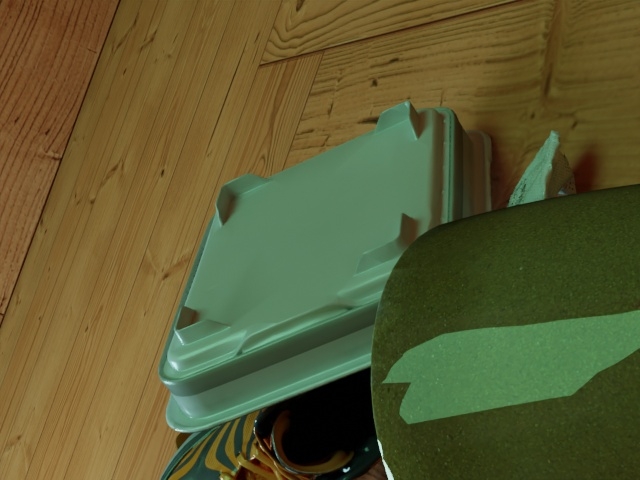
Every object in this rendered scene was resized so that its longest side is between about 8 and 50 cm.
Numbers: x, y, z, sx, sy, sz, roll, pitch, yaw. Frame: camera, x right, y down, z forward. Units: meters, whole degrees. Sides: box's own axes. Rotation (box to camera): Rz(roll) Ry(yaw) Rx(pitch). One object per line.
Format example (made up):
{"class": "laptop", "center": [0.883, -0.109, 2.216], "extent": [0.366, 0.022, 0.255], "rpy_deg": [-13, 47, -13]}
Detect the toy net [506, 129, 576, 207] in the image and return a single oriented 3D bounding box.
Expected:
{"class": "toy net", "center": [0.144, 0.029, 1.008], "extent": [0.122, 0.045, 0.232], "rpy_deg": [-131, 66, -85]}

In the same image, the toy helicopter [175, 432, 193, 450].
{"class": "toy helicopter", "center": [-0.074, 0.177, 1.322], "extent": [0.355, 0.140, 0.235], "rpy_deg": [-116, 41, -76]}

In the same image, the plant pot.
{"class": "plant pot", "center": [0.196, 0.065, 0.644], "extent": [0.254, 0.237, 0.237], "rpy_deg": [-23, 48, 42]}

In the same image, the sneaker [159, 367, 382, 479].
{"class": "sneaker", "center": [-0.046, 0.181, 1.051], "extent": [0.321, 0.124, 0.180], "rpy_deg": [-51, -1, 4]}

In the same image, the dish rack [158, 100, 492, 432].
{"class": "dish rack", "center": [0.000, 0.000, 1.074], "extent": [0.285, 0.072, 0.333], "rpy_deg": [-22, 26, 18]}
